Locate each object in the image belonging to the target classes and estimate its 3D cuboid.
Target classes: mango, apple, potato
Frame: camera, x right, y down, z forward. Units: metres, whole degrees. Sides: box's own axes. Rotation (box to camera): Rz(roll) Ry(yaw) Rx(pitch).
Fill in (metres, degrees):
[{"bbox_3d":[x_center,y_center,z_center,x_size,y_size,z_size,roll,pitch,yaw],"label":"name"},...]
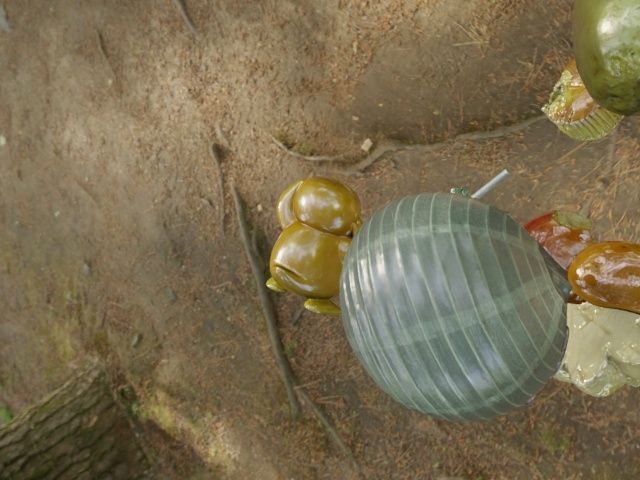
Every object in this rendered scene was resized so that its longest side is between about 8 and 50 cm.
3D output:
[{"bbox_3d":[0.449,0.056,0.722,0.160,0.084,0.105,20,101,22],"label":"mango"},{"bbox_3d":[0.442,0.033,0.901,0.147,0.158,0.156,-23,125,19],"label":"apple"},{"bbox_3d":[0.429,-0.307,0.661,0.173,0.210,0.307,-4,63,33],"label":"potato"}]

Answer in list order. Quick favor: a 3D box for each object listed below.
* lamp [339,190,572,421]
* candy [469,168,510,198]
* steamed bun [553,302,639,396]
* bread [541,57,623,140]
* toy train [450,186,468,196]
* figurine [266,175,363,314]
[{"bbox_3d":[0.146,0.072,0.536,0.233,0.233,0.265,-19,95,36],"label":"lamp"},{"bbox_3d":[0.262,-0.036,1.093,0.365,0.124,0.124,-43,75,31],"label":"candy"},{"bbox_3d":[0.567,0.171,0.951,0.137,0.292,0.295,29,96,-12],"label":"steamed bun"},{"bbox_3d":[0.714,-0.395,1.298,0.250,0.133,0.179,-55,37,16],"label":"bread"},{"bbox_3d":[0.550,-0.140,1.977,0.071,0.038,0.147,2,90,-6],"label":"toy train"},{"bbox_3d":[-0.005,0.006,0.925,0.215,0.215,0.228,22,75,29],"label":"figurine"}]
